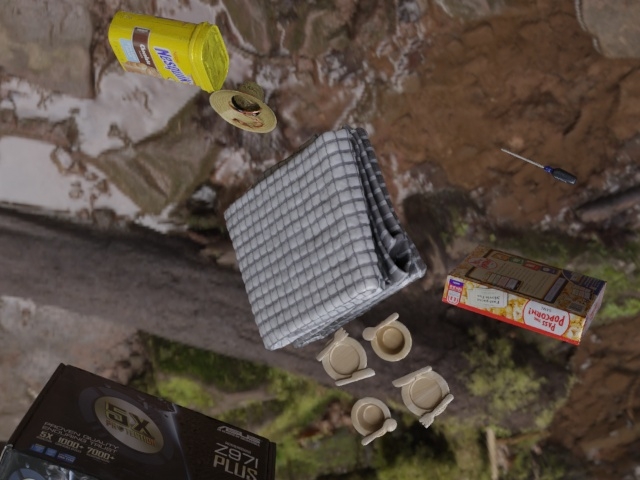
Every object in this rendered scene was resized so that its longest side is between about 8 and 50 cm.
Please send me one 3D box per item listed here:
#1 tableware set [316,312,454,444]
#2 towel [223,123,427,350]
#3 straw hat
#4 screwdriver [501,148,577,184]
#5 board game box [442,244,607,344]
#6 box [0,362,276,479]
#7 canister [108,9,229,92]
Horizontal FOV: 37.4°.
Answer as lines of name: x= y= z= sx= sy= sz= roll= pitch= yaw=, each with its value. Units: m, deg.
tableware set: x=0.082 y=0.179 z=1.240 sx=0.141 sy=0.020 sz=0.169 roll=-32 pitch=86 yaw=21
towel: x=0.000 y=0.000 z=1.294 sx=0.121 sy=0.235 sz=0.283 roll=-2 pitch=158 yaw=-39
straw hat: x=-0.139 y=-0.271 z=1.817 sx=0.144 sy=0.061 sz=0.144 roll=17 pitch=158 yaw=7
screwdriver: x=0.452 y=-0.157 z=1.962 sx=0.170 sy=0.025 sz=0.024 roll=26 pitch=103 yaw=12
board game box: x=0.287 y=0.070 z=1.324 sx=0.193 sy=0.147 sz=0.045 roll=18 pitch=114 yaw=22
box: x=-0.128 y=0.174 z=0.665 sx=0.180 sy=0.147 sz=0.077 roll=22 pitch=102 yaw=-6
canister: x=-0.248 y=-0.312 z=1.547 sx=0.170 sy=0.073 sz=0.126 roll=14 pitch=157 yaw=15
